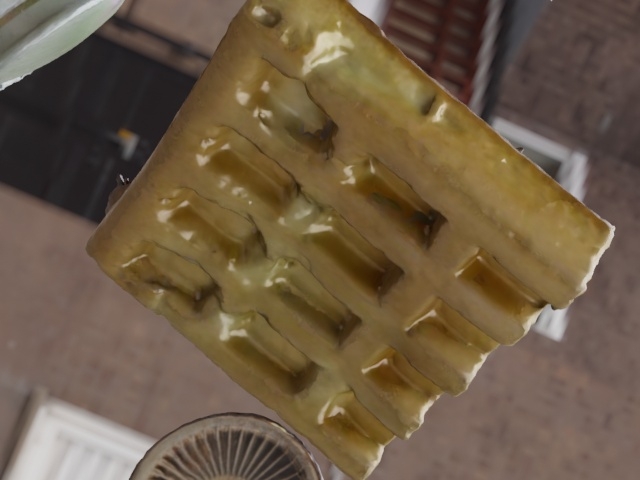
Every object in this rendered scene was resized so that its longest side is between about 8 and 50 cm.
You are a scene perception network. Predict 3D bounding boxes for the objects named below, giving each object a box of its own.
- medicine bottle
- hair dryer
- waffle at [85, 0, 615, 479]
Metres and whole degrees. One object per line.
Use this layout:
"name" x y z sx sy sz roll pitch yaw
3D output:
"medicine bottle" -0.246 -0.205 1.540 0.147 0.143 0.147 -35 -179 0
"hair dryer" 0.054 0.236 0.987 0.107 0.344 0.189 -47 155 -20
"waffle" 0.000 -0.001 1.409 0.077 0.304 0.348 -53 -178 -43
